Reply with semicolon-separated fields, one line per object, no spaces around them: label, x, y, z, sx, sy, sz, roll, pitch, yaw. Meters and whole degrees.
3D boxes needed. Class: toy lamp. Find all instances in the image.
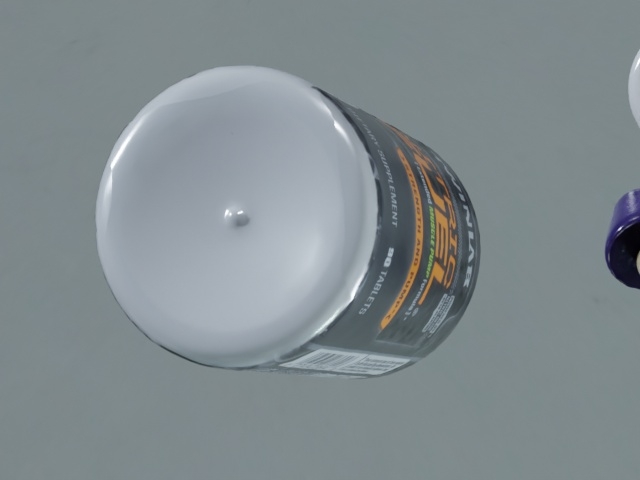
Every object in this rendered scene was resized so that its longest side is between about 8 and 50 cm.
toy lamp;0.269;0.053;1.514;0.080;0.274;0.080;1;126;1

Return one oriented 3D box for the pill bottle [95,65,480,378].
pill bottle;0.000;0.000;0.917;0.130;0.246;0.130;-2;85;18

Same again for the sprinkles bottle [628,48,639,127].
sprinkles bottle;0.349;-0.126;1.707;0.121;0.355;0.121;0;91;15
